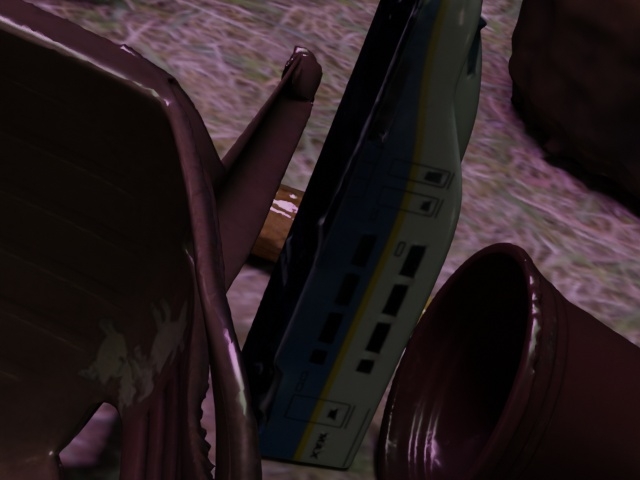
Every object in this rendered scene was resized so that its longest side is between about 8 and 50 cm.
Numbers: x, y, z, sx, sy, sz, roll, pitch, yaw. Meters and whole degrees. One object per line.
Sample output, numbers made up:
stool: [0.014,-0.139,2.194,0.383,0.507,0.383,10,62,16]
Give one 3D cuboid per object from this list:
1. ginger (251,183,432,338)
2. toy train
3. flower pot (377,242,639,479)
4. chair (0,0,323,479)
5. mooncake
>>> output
ginger: [0.002,-0.001,0.739,0.137,0.044,0.057,26,49,14]
toy train: [0.025,-0.022,0.594,0.051,0.234,0.052,13,31,-15]
flower pot: [0.086,0.068,0.624,0.089,0.111,0.111,23,29,-18]
chair: [-0.107,0.012,0.530,0.183,0.175,0.326,25,23,-9]
mooncake: [0.213,-0.101,0.944,0.228,0.124,0.228,12,27,-6]
